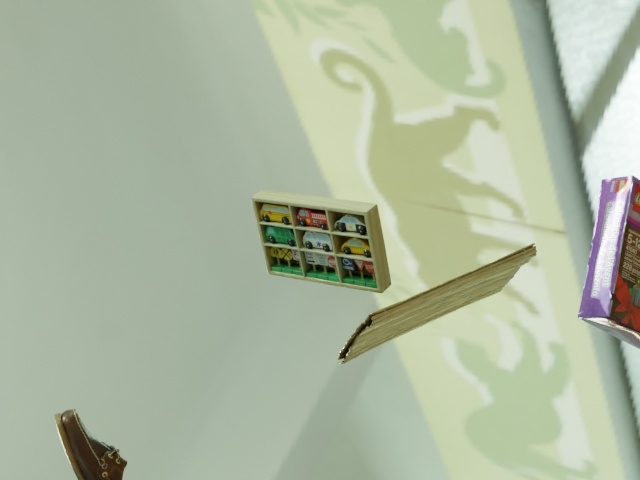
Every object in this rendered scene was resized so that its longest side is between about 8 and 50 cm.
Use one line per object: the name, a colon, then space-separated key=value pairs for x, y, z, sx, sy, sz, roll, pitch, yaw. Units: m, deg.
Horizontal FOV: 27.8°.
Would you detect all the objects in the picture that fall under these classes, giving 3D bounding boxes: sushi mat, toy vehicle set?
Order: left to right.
toy vehicle set: x=0.000 y=0.000 z=2.367 sx=0.035 sy=0.266 sz=0.166 roll=-38 pitch=-54 yaw=-43
sushi mat: x=0.175 y=0.095 z=1.936 sx=0.316 sy=0.019 sz=0.151 roll=-22 pitch=-19 yaw=-28

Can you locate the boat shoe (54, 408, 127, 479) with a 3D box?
boat shoe: x=-0.298 y=0.317 z=1.770 sx=0.073 sy=0.073 sz=0.207 roll=-22 pitch=-72 yaw=-4

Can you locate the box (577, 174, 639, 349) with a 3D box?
box: x=0.481 y=0.057 z=1.794 sx=0.293 sy=0.057 sz=0.201 roll=25 pitch=-110 yaw=-37
